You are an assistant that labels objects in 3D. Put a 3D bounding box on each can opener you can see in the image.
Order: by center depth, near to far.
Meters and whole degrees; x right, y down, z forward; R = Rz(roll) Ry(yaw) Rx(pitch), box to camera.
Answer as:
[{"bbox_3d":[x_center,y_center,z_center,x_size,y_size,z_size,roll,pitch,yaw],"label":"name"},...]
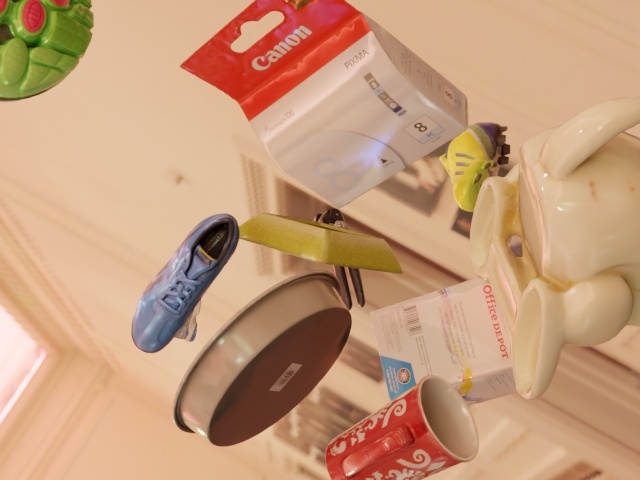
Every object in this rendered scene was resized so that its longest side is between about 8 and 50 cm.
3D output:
[{"bbox_3d":[0.040,0.032,1.817,0.059,0.186,0.073,-19,-11,-11],"label":"can opener"}]

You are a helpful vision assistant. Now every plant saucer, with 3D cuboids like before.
[{"bbox_3d":[0.000,0.000,1.488,0.188,0.188,0.045,9,-84,-49],"label":"plant saucer"}]

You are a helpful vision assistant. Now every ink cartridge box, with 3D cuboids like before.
[{"bbox_3d":[0.003,-0.234,1.697,0.308,0.385,0.091,-30,41,38],"label":"ink cartridge box"},{"bbox_3d":[0.233,0.188,1.786,0.168,0.233,0.171,46,-150,-61],"label":"ink cartridge box"}]

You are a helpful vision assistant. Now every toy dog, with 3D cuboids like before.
[{"bbox_3d":[0.421,-0.028,1.250,0.284,0.408,0.395,-107,16,-53],"label":"toy dog"}]

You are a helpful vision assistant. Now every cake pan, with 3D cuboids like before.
[{"bbox_3d":[-0.067,0.167,1.386,0.293,0.054,0.293,-37,-25,-21],"label":"cake pan"}]

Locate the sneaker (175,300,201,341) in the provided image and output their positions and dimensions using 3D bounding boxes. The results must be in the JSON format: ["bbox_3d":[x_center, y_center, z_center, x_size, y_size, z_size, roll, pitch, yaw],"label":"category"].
[{"bbox_3d":[-0.273,0.139,2.078,0.052,0.058,0.135,-139,57,-71],"label":"sneaker"}]

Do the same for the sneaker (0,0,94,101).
[{"bbox_3d":[-0.452,-0.332,1.517,0.202,0.185,0.482,-41,32,25],"label":"sneaker"}]

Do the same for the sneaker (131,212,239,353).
[{"bbox_3d":[-0.176,0.051,1.336,0.209,0.069,0.082,-56,6,-13],"label":"sneaker"}]

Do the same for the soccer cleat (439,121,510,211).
[{"bbox_3d":[0.271,-0.130,1.890,0.289,0.121,0.093,-59,-39,-54],"label":"soccer cleat"}]

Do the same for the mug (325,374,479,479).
[{"bbox_3d":[0.084,0.248,1.279,0.169,0.150,0.113,-35,45,30],"label":"mug"}]
